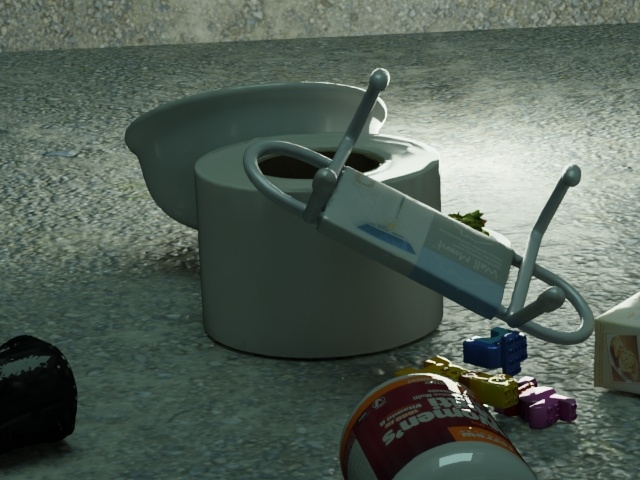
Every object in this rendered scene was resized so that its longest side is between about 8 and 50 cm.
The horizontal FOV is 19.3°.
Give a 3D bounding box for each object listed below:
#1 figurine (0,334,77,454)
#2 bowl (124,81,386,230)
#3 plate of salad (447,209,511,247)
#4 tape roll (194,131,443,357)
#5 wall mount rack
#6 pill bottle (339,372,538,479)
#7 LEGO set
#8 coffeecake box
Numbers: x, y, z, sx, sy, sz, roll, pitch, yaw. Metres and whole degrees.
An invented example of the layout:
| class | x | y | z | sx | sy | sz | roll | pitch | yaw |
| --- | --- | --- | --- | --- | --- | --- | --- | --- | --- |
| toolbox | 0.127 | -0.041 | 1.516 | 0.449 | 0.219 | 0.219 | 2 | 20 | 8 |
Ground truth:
| class | x | y | z | sx | sy | sz | roll | pitch | yaw |
| --- | --- | --- | --- | --- | --- | --- | --- | --- | --- |
| figurine | -0.348 | 0.113 | 1.583 | 0.209 | 0.092 | 0.215 | -17 | 42 | -34 |
| bowl | -0.065 | -0.068 | 2.083 | 0.298 | 0.134 | 0.298 | -6 | -13 | -1 |
| plate of salad | 0.110 | -0.001 | 2.074 | 0.200 | 0.048 | 0.200 | -2 | 17 | 0 |
| tape roll | 0.000 | 0.000 | 1.868 | 0.246 | 0.169 | 0.246 | -3 | 16 | 1 |
| wall mount rack | 0.099 | -0.019 | 1.612 | 0.350 | 0.130 | 0.304 | 26 | 28 | -1 |
| pill bottle | 0.090 | 0.183 | 1.313 | 0.121 | 0.121 | 0.221 | -5 | 16 | -9 |
| LEGO set | 0.136 | 0.132 | 1.544 | 0.093 | 0.087 | 0.227 | 12 | 23 | 42 |
| coffeecake box | 0.358 | 0.095 | 1.671 | 0.185 | 0.068 | 0.142 | 9 | 19 | 34 |
